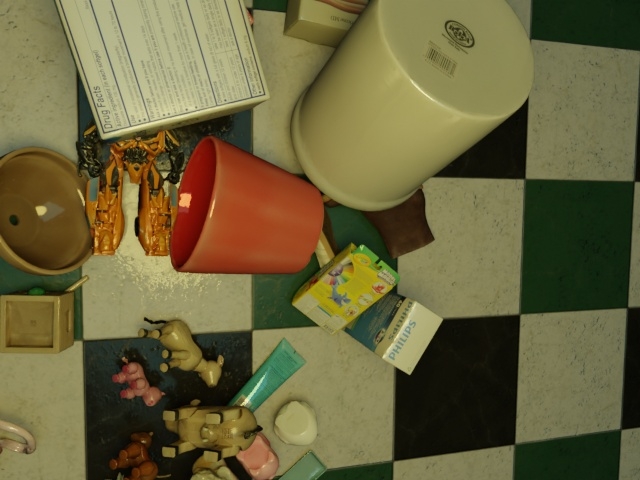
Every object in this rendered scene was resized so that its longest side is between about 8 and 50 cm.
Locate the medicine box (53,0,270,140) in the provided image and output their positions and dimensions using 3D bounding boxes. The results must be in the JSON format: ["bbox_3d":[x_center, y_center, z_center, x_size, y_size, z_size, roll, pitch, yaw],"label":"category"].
[{"bbox_3d":[-0.266,-0.328,0.934,0.289,0.149,0.263,-18,101,-14],"label":"medicine box"}]

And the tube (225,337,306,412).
[{"bbox_3d":[-0.128,0.322,1.240,0.207,0.052,0.080,-44,110,-14],"label":"tube"}]

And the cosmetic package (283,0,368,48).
[{"bbox_3d":[0.025,-0.579,1.168,0.153,0.129,0.296,6,93,-18],"label":"cosmetic package"}]

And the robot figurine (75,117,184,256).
[{"bbox_3d":[-0.369,-0.114,1.092,0.211,0.085,0.290,2,87,-31],"label":"robot figurine"}]

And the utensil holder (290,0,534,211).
[{"bbox_3d":[0.157,-0.274,1.054,0.328,0.385,0.327,8,69,-21],"label":"utensil holder"}]

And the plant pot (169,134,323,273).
[{"bbox_3d":[-0.144,-0.047,1.104,0.243,0.275,0.274,14,90,-27],"label":"plant pot"}]

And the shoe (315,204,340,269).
[{"bbox_3d":[0.000,0.000,1.232,0.058,0.076,0.219,-15,112,22],"label":"shoe"}]

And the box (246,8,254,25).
[{"bbox_3d":[-0.298,-0.394,1.075,0.300,0.154,0.142,-36,103,-12],"label":"box"}]

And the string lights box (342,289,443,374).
[{"bbox_3d":[0.143,0.180,1.196,0.077,0.260,0.133,34,85,-16],"label":"string lights box"}]

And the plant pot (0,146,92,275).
[{"bbox_3d":[-0.539,-0.047,1.027,0.110,0.237,0.237,-9,99,25],"label":"plant pot"}]

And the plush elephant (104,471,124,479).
[{"bbox_3d":[-0.387,0.676,1.094,0.272,0.330,0.255,-12,121,-14],"label":"plush elephant"}]

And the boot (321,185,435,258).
[{"bbox_3d":[0.139,-0.054,1.264,0.249,0.090,0.206,-19,97,-18],"label":"boot"}]

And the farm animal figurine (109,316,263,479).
[{"bbox_3d":[-0.261,0.350,1.130,0.327,0.172,0.330,15,90,24],"label":"farm animal figurine"}]

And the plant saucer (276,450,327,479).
[{"bbox_3d":[-0.076,0.576,1.289,0.192,0.018,0.067,-40,104,-11],"label":"plant saucer"}]

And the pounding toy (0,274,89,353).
[{"bbox_3d":[-0.539,0.142,1.086,0.130,0.100,0.141,1,92,-2],"label":"pounding toy"}]

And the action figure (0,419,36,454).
[{"bbox_3d":[-0.730,0.299,0.983,0.370,0.248,0.276,48,45,9],"label":"action figure"}]

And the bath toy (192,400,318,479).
[{"bbox_3d":[-0.154,0.482,1.205,0.348,0.151,0.129,-35,146,-15],"label":"bath toy"}]

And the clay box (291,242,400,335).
[{"bbox_3d":[0.057,0.101,1.216,0.127,0.053,0.222,40,115,-17],"label":"clay box"}]
